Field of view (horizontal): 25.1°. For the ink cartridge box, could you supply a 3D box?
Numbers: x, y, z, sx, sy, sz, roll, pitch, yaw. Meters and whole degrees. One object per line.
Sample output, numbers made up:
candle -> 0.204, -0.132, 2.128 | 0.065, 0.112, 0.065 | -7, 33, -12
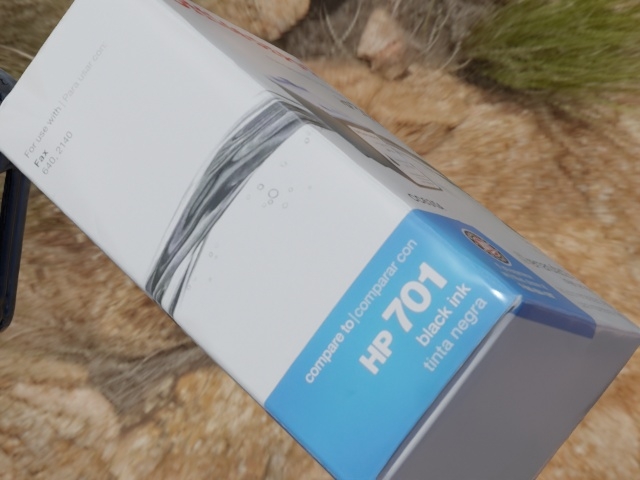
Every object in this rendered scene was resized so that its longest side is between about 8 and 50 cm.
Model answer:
ink cartridge box -> 0.000, 0.000, 0.498 | 0.191, 0.140, 0.082 | 42, 102, 26

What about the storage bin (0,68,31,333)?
storage bin -> -0.211, -0.037, 0.611 | 0.180, 0.084, 0.122 | 34, 124, 34
